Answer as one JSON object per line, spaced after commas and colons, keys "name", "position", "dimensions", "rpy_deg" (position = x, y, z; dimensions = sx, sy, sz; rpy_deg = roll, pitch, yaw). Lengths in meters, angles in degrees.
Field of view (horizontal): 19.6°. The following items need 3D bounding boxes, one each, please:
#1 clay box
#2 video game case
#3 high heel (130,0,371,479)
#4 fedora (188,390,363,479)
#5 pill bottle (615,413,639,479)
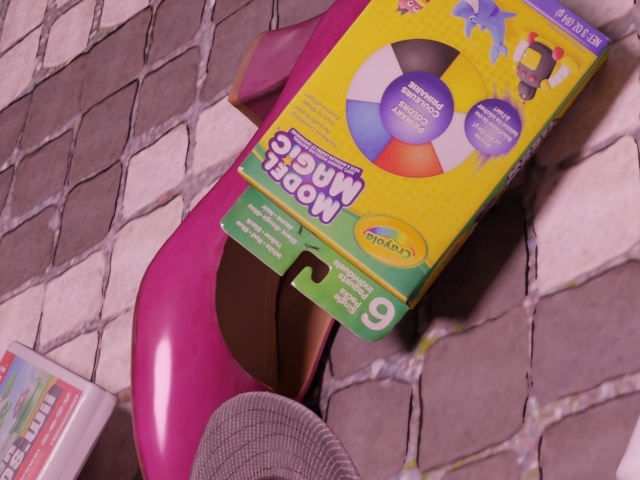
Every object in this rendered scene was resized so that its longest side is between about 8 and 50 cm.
{"name": "clay box", "position": [0.052, -0.062, 1.078], "dimensions": [0.222, 0.127, 0.053], "rpy_deg": [-52, -9, -5]}
{"name": "video game case", "position": [-0.230, 0.176, 1.291], "dimensions": [0.204, 0.025, 0.285], "rpy_deg": [-61, 18, -7]}
{"name": "high heel", "position": [0.000, 0.000, 1.125], "dimensions": [0.181, 0.127, 0.377], "rpy_deg": [-12, 58, 39]}
{"name": "fedora", "position": [0.023, 0.209, 0.840], "dimensions": [0.244, 0.124, 0.275], "rpy_deg": [-3, 83, 62]}
{"name": "pill bottle", "position": [0.132, 0.234, 0.682], "dimensions": [0.188, 0.188, 0.334], "rpy_deg": [1, 63, 53]}
